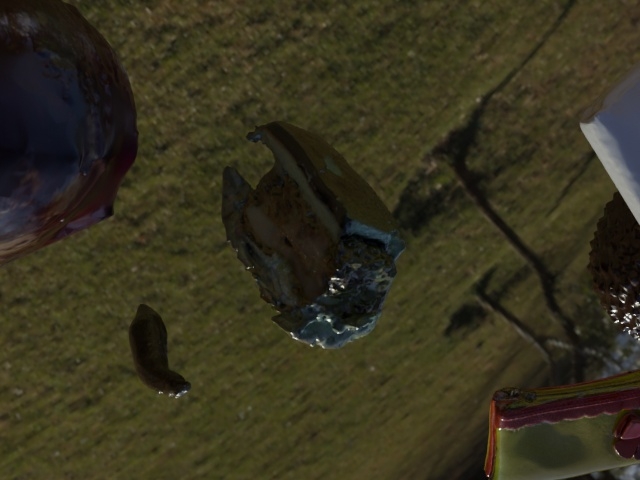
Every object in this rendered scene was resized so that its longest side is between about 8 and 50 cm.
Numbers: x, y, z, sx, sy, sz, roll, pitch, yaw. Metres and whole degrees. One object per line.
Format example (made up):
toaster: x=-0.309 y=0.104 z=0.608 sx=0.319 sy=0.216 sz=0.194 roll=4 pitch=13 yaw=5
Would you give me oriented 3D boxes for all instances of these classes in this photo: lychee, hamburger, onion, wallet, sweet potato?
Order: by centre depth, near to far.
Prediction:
wallet: x=0.220 y=-0.017 z=0.542 sx=0.095 sy=0.190 sz=0.033 roll=-41 pitch=-170 yaw=-25
onion: x=-0.383 y=-0.164 z=0.865 sx=0.399 sy=0.420 sz=0.398 roll=-15 pitch=172 yaw=-2
sweet potato: x=-0.155 y=0.105 z=0.892 sx=0.038 sy=0.153 sz=0.041 roll=19 pitch=109 yaw=-33
wallet: x=0.318 y=0.223 z=1.151 sx=0.241 sy=0.067 sz=0.141 roll=-10 pitch=126 yaw=-8
hamburger: x=0.000 y=0.000 z=1.197 sx=0.167 sy=0.288 sz=0.192 roll=-45 pitch=143 yaw=17
lychee: x=0.474 y=0.009 z=1.242 sx=0.267 sy=0.267 sz=0.267 roll=-31 pitch=152 yaw=-19
